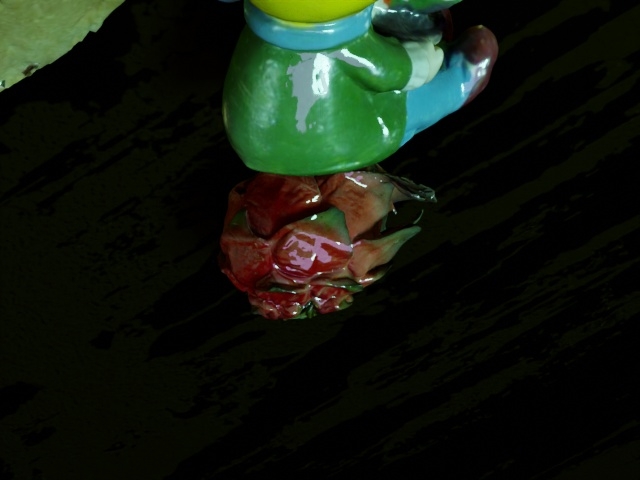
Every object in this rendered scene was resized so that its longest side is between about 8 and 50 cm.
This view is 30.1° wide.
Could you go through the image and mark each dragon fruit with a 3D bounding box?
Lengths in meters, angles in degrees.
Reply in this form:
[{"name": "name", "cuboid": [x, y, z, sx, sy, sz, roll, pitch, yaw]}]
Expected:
[{"name": "dragon fruit", "cuboid": [-0.001, -0.004, 0.816, 0.142, 0.130, 0.121, -43, 147, -35]}]

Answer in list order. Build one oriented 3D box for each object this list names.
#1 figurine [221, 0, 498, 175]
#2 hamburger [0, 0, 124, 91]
[{"name": "figurine", "cuboid": [0.023, -0.154, 0.656, 0.185, 0.127, 0.234, -17, 130, -21]}, {"name": "hamburger", "cuboid": [-0.217, -0.167, 0.454, 0.318, 0.195, 0.277, 2, 151, -29]}]
